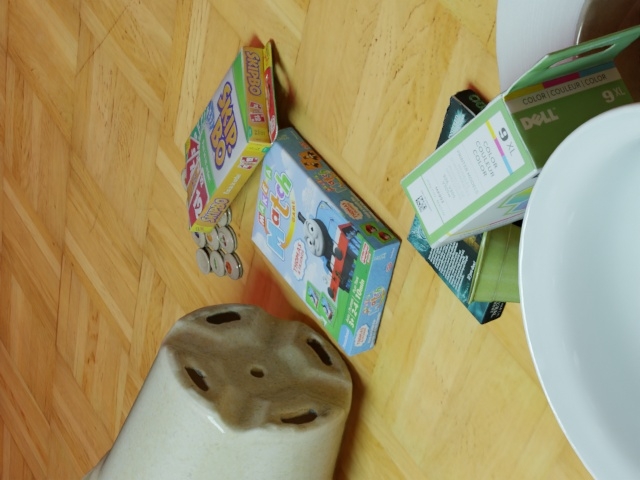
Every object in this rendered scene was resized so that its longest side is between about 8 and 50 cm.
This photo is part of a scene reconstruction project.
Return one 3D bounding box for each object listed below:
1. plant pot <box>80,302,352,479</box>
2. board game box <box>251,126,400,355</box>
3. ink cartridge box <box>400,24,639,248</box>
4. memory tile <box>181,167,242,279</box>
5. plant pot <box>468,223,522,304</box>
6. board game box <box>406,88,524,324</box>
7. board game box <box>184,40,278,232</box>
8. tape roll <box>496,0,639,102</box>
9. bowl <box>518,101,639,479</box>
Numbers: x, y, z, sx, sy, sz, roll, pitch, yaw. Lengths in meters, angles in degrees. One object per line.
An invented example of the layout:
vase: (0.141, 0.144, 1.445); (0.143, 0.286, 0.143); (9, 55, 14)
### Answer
plant pot: (-0.112, 0.255, 1.519); (0.334, 0.334, 0.305); (47, 132, 36)
board game box: (0.000, 0.000, 1.430); (0.211, 0.039, 0.160); (49, 143, 36)
ink cartridge box: (0.155, -0.069, 0.920); (0.062, 0.109, 0.209); (65, 150, 11)
memory tile: (-0.143, -0.022, 1.685); (0.113, 0.012, 0.148); (12, 116, 57)
plant pot: (0.173, 0.023, 1.104); (0.083, 0.079, 0.083); (13, -90, -86)
board game box: (0.143, -0.029, 1.188); (0.126, 0.026, 0.186); (51, 145, 32)
board game box: (-0.107, -0.118, 1.512); (0.259, 0.039, 0.124); (135, 135, -55)
tape roll: (0.271, -0.109, 0.887); (0.392, 0.072, 0.392); (34, 133, 47)
bowl: (0.266, 0.046, 0.774); (0.298, 0.134, 0.298); (36, 136, 45)
